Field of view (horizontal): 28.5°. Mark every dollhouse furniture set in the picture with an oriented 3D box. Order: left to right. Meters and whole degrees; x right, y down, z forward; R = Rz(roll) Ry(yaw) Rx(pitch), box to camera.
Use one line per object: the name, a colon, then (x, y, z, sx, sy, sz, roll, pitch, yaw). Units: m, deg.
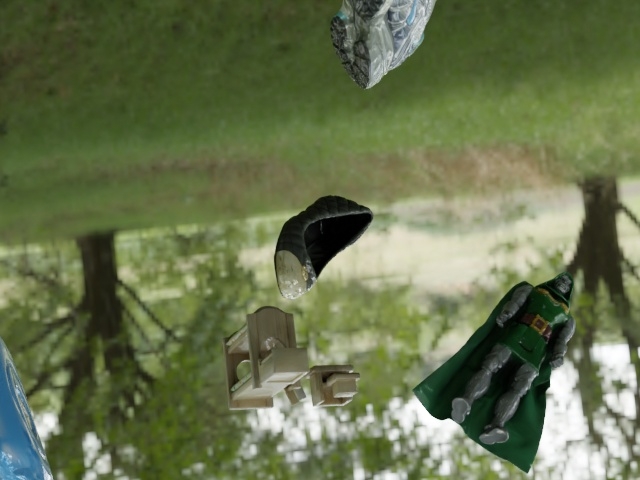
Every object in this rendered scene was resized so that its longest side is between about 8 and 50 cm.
dollhouse furniture set: (-0.013, 0.130, 1.506, 0.161, 0.101, 0.182, 1, 159, -22)

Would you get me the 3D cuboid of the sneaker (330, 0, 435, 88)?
sneaker: (0.082, -0.306, 1.479, 0.122, 0.110, 0.283, -31, 159, -19)

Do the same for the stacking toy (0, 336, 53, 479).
stacking toy: (-0.386, 0.198, 1.038, 0.302, 0.165, 0.175, -21, 151, -10)

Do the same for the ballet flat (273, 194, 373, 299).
ballet flat: (0.000, 0.000, 1.084, 0.049, 0.057, 0.173, -1, -157, 20)

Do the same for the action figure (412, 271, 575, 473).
action figure: (0.205, 0.110, 1.284, 0.232, 0.137, 0.063, -51, 179, -39)
